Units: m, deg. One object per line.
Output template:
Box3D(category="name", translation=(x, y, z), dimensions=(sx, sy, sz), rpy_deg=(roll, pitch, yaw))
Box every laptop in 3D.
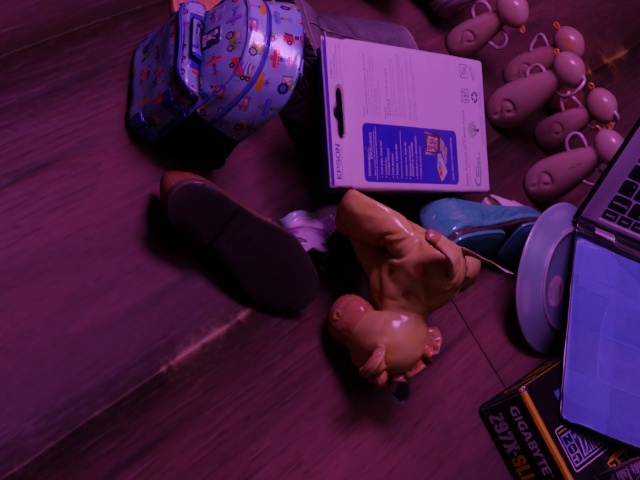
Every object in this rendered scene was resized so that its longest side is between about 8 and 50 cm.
Box3D(category="laptop", translation=(0.511, 0.049, 1.689), dimensions=(0.382, 0.408, 0.236), rpy_deg=(21, 25, -19))

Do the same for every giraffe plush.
Box3D(category="giraffe plush", translation=(0.080, 0.067, 1.511), dimensions=(0.181, 0.210, 0.170), rpy_deg=(27, 92, -43))

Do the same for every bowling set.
Box3D(category="bowling set", translation=(0.318, -0.212, 1.905), dimensions=(0.200, 0.154, 0.287), rpy_deg=(-30, 90, -49))

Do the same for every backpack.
Box3D(category="backpack", translation=(-0.098, -0.175, 1.451), dimensions=(0.117, 0.173, 0.158), rpy_deg=(26, 51, -33))

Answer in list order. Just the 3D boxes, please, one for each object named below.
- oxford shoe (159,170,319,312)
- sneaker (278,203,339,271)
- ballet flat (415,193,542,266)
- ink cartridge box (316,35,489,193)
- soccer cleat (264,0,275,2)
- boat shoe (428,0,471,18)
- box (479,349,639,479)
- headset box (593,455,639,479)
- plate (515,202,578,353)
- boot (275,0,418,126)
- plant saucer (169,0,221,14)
Box3D(category="oxford shoe", translation=(-0.080, -0.005, 1.454), dimensions=(0.212, 0.076, 0.076), rpy_deg=(44, 2, -32))
Box3D(category="sneaker", translation=(0.000, 0.000, 1.554), dimensions=(0.098, 0.038, 0.069), rpy_deg=(-12, 81, -44))
Box3D(category="ballet flat", translation=(0.204, -0.020, 1.738), dimensions=(0.247, 0.083, 0.087), rpy_deg=(1, 47, -47))
Box3D(category="ink cartridge box", translation=(0.080, -0.134, 1.627), dimensions=(0.333, 0.065, 0.165), rpy_deg=(0, 87, -54))
Box3D(category="soccer cleat", translation=(-0.076, -0.220, 1.579), dimensions=(0.072, 0.060, 0.178), rpy_deg=(50, 27, -50))
Box3D(category="boat shoe", translation=(0.195, -0.454, 1.946), dimensions=(0.130, 0.132, 0.355), rpy_deg=(39, 44, -19))
Box3D(category="box", translation=(0.353, 0.247, 1.727), dimensions=(0.322, 0.079, 0.257), rpy_deg=(-23, 82, -49))
Box3D(category="headset box", translation=(0.352, 0.280, 1.623), dimensions=(0.083, 0.032, 0.062), rpy_deg=(-12, 77, -48))
Box3D(category="plate", translation=(0.296, 0.048, 1.759), dimensions=(0.188, 0.024, 0.188), rpy_deg=(-15, 109, -50))
Box3D(category="boot", translation=(0.036, -0.198, 1.689), dimensions=(0.208, 0.076, 0.189), rpy_deg=(18, 57, -46))
Box3D(category="plant saucer", translation=(-0.129, -0.250, 1.587), dimensions=(0.083, 0.013, 0.083), rpy_deg=(24, 53, -35))
